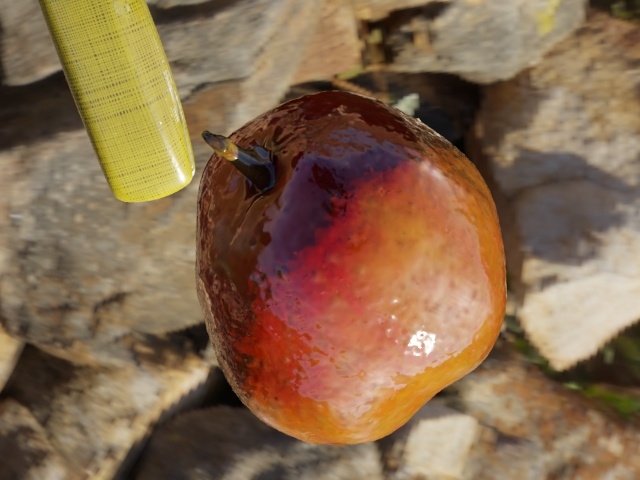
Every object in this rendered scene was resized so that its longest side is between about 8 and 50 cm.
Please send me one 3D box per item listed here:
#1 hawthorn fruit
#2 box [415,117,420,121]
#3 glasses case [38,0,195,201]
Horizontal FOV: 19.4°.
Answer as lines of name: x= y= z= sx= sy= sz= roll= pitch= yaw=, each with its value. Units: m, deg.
hawthorn fruit: x=0.000 y=0.000 z=1.070 sx=0.196 sy=0.196 sz=0.225 roll=-53 pitch=135 yaw=-11
box: x=0.086 y=-0.054 z=1.531 sx=0.046 sy=0.012 sz=0.083 roll=-39 pitch=96 yaw=-22
glasses case: x=-0.161 y=-0.142 z=1.450 sx=0.079 sy=0.064 sz=0.234 roll=-15 pitch=108 yaw=12
